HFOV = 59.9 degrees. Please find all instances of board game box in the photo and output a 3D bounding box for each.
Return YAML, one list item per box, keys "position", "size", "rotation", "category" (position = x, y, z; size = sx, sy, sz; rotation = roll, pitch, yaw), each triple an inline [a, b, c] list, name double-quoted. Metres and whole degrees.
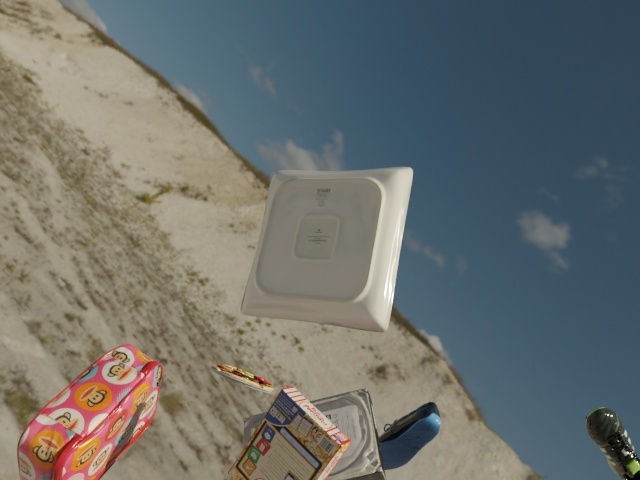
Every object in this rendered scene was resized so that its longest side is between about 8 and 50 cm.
- position: [-0.058, 0.381, 0.973]
  size: [0.146, 0.194, 0.045]
  rotation: [37, 10, 27]
  category: "board game box"

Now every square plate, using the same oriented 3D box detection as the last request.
- position: [0.000, 0.000, 1.153]
  size: [0.347, 0.344, 0.049]
  rotation: [3, -18, 29]
  category: "square plate"

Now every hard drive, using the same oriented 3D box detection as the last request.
- position: [-0.025, 0.507, 1.359]
  size: [0.237, 0.338, 0.064]
  rotation: [-96, 168, -53]
  category: "hard drive"

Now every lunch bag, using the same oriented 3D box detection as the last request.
- position: [-0.441, 0.372, 1.082]
  size: [0.120, 0.293, 0.258]
  rotation: [28, -55, 10]
  category: "lunch bag"

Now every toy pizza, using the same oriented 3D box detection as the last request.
- position: [-0.221, 0.390, 1.590]
  size: [0.201, 0.032, 0.201]
  rotation: [21, -12, 5]
  category: "toy pizza"

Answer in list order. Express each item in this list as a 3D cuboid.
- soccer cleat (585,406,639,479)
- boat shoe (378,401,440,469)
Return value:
- position: [0.495, 0.343, 0.920]
  size: [0.179, 0.060, 0.072]
  rotation: [53, 4, -27]
  category: "soccer cleat"
- position: [0.226, 0.518, 1.460]
  size: [0.109, 0.258, 0.089]
  rotation: [45, 28, -9]
  category: "boat shoe"
